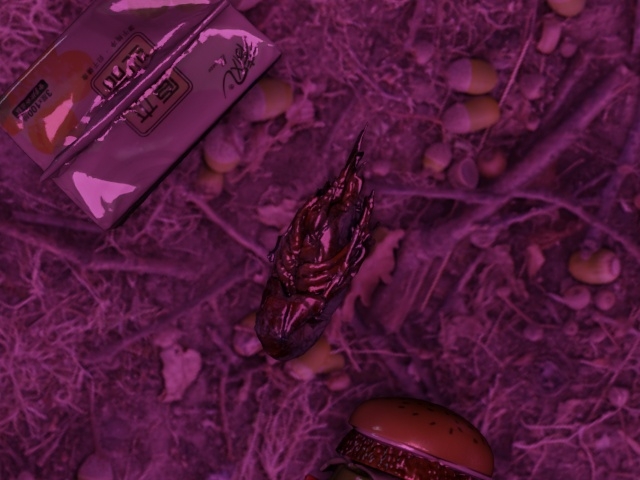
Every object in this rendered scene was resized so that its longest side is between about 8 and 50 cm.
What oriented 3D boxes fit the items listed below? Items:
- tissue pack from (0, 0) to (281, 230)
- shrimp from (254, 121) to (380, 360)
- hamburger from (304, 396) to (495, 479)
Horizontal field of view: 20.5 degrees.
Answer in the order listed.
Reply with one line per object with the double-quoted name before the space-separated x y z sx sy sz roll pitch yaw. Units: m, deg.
"tissue pack" -0.168 -0.141 1.578 0.159 0.145 0.229 45 91 -1
"shrimp" 0.000 0.000 1.621 0.090 0.079 0.233 20 89 37
"hamburger" 0.082 0.211 1.585 0.175 0.175 0.137 22 86 -1
